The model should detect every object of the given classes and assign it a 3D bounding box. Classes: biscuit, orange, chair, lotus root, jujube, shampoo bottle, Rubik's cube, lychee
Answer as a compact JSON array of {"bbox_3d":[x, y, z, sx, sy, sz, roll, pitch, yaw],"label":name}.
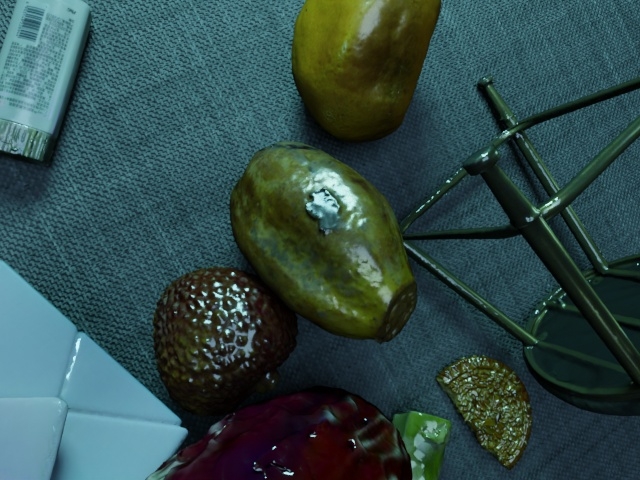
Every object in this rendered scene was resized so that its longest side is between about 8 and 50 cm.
[{"bbox_3d":[0.289,0.270,0.731,0.126,0.025,0.206,-39,96,-13],"label":"biscuit"},{"bbox_3d":[0.054,-0.268,0.613,0.183,0.249,0.249,17,82,4],"label":"orange"},{"bbox_3d":[0.327,-0.018,0.603,0.362,0.364,0.410,-40,101,-13],"label":"chair"},{"bbox_3d":[0.007,-0.006,0.549,0.193,0.193,0.291,-28,55,-14],"label":"lotus root"},{"bbox_3d":[-0.033,0.284,0.466,0.258,0.376,0.259,0,89,14],"label":"jujube"},{"bbox_3d":[-0.377,-0.218,0.585,0.086,0.056,0.228,13,84,-14],"label":"shampoo bottle"},{"bbox_3d":[-0.351,0.246,0.429,0.387,0.358,0.368,47,36,-7],"label":"Rubik's cube"},{"bbox_3d":[-0.120,0.120,0.563,0.194,0.194,0.195,1,86,-13],"label":"lychee"}]

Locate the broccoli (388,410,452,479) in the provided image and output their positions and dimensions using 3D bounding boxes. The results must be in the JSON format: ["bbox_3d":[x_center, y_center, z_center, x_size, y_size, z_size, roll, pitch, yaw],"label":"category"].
[{"bbox_3d":[0.128,0.439,0.612,0.252,0.221,0.361,30,78,26],"label":"broccoli"}]
